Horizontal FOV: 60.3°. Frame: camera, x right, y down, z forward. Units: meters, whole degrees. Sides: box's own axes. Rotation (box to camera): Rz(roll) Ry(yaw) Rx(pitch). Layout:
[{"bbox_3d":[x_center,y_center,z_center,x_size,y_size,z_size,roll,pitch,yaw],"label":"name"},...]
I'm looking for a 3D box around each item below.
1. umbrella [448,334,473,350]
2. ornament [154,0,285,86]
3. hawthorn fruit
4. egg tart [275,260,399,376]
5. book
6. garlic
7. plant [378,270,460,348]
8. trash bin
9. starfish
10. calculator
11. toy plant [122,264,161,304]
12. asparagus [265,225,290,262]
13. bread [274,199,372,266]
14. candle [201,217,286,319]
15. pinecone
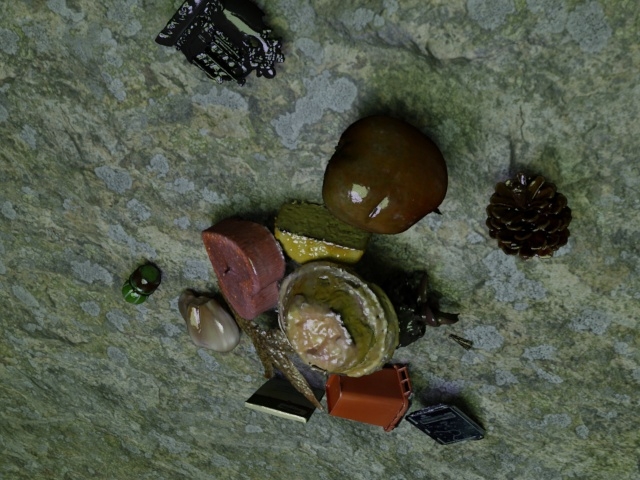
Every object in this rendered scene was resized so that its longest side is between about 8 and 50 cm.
[{"bbox_3d":[0.408,0.295,1.591,0.083,0.020,0.031,31,124,4],"label":"umbrella"},{"bbox_3d":[-0.221,-0.463,1.286,0.251,0.106,0.260,-29,117,38],"label":"ornament"},{"bbox_3d":[0.162,-0.141,1.257,0.301,0.268,0.268,24,125,-8],"label":"hawthorn fruit"},{"bbox_3d":[0.024,0.223,1.406,0.352,0.150,0.352,11,115,24],"label":"egg tart"},{"bbox_3d":[-0.105,0.498,1.741,0.201,0.289,0.026,10,92,12],"label":"book"},{"bbox_3d":[-0.354,0.281,1.756,0.217,0.110,0.228,7,132,36],"label":"garlic"},{"bbox_3d":[0.222,0.191,1.489,0.234,0.178,0.204,-25,106,27],"label":"plant"},{"bbox_3d":[0.147,0.455,1.654,0.238,0.161,0.184,14,126,-17],"label":"trash bin"},{"bbox_3d":[-0.130,0.313,1.676,0.398,0.132,0.384,4,125,31],"label":"starfish"},{"bbox_3d":[0.392,0.573,1.710,0.165,0.028,0.274,-24,133,28],"label":"calculator"},{"bbox_3d":[-0.583,0.148,1.780,0.093,0.093,0.162,41,127,-9],"label":"toy plant"},{"bbox_3d":[-0.123,0.010,1.587,0.018,0.015,0.127,-20,112,26],"label":"asparagus"},{"bbox_3d":[0.005,0.000,1.458,0.260,0.160,0.147,12,130,3],"label":"bread"},{"bbox_3d":[-0.228,0.058,1.514,0.287,0.131,0.317,50,149,19],"label":"candle"},{"bbox_3d":[0.467,-0.062,1.260,0.185,0.169,0.212,-31,121,16],"label":"pinecone"}]
